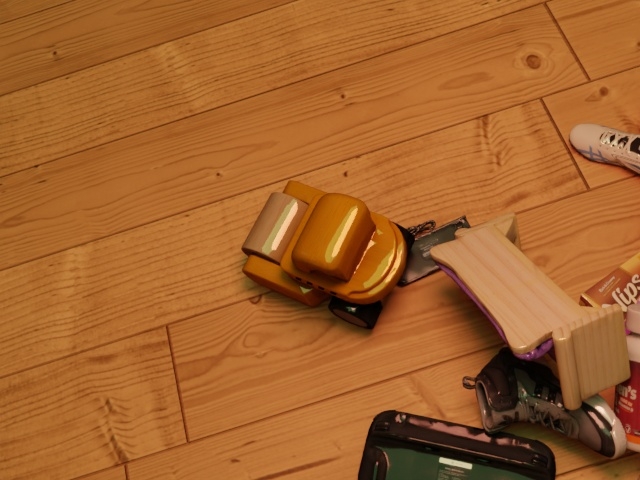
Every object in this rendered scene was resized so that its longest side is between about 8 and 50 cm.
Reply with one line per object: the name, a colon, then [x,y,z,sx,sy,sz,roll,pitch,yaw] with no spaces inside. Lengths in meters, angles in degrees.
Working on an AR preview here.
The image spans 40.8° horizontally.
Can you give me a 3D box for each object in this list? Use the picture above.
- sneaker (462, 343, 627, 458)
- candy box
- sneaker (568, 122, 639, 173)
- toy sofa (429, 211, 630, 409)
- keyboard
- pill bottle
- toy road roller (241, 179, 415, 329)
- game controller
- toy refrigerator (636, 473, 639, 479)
sneaker: [0.354,0.283,1.405,0.153,0.101,0.268,-25,44,-25]
candy box: [0.568,0.092,1.531,0.186,0.053,0.109,-33,59,-10]
sneaker: [0.597,-0.180,1.666,0.237,0.086,0.085,26,70,25]
toy sofa: [0.332,0.113,1.426,0.177,0.150,0.362,-23,32,-7]
keyboard: [0.211,0.010,1.669,0.180,0.023,0.108,-24,65,-4]
pill bottle: [0.532,0.217,1.366,0.121,0.121,0.221,2,98,12]
toy road roller: [0.000,0.000,1.575,0.329,0.240,0.202,21,75,23]
game controller: [0.223,0.387,1.432,0.319,0.067,0.166,9,77,17]
toy refrigerator: [0.532,0.357,1.255,0.102,0.269,0.094,-3,59,11]
